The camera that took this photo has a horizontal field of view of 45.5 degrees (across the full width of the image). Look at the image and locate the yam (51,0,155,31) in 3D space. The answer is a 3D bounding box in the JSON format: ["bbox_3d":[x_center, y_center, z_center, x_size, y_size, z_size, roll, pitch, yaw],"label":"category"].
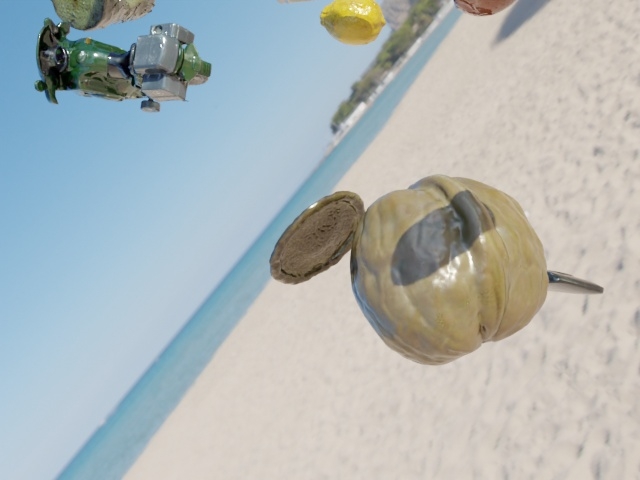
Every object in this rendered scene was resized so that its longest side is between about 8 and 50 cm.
[{"bbox_3d":[-0.445,-0.506,1.550,0.154,0.154,0.254,-48,7,27],"label":"yam"}]

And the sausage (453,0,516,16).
[{"bbox_3d":[0.197,-0.287,0.704,0.194,0.077,0.077,-45,5,8],"label":"sausage"}]

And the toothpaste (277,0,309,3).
[{"bbox_3d":[0.047,-0.539,1.616,0.314,0.058,0.056,-3,41,19],"label":"toothpaste"}]

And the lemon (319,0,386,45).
[{"bbox_3d":[0.073,-0.503,1.745,0.114,0.155,0.114,5,-90,-81],"label":"lemon"}]

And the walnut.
[{"bbox_3d":[0.183,0.038,1.115,0.296,0.285,0.285,-12,-14,-24],"label":"walnut"}]

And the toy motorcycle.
[{"bbox_3d":[-0.298,-0.252,1.102,0.187,0.275,0.124,20,-107,-62],"label":"toy motorcycle"}]

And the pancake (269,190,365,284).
[{"bbox_3d":[-0.001,-0.001,1.244,0.199,0.021,0.199,-27,-33,-20],"label":"pancake"}]

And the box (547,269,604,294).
[{"bbox_3d":[0.531,0.095,1.798,0.212,0.201,0.042,2,81,57],"label":"box"}]
